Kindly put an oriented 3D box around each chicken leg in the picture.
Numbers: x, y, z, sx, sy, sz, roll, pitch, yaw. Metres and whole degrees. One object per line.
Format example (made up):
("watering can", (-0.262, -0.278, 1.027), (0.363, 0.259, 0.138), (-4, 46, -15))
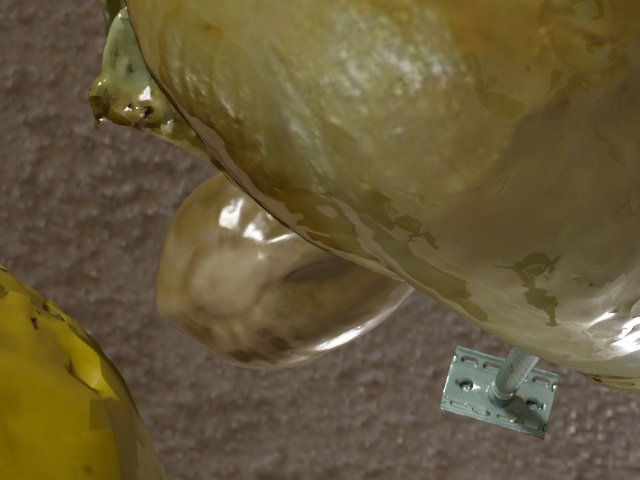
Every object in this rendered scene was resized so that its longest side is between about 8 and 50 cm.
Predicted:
("chicken leg", (0.103, -0.004, 0.489), (0.201, 0.153, 0.429), (-41, 131, 6))

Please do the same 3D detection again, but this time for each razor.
("razor", (0.175, 0.114, 1.386), (0.106, 0.068, 0.232), (15, 161, 4))

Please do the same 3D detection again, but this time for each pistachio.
("pistachio", (0.000, 0.000, 0.804), (0.108, 0.185, 0.126), (64, 158, 2))

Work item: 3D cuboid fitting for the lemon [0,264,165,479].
("lemon", (-0.163, 0.114, 0.425), (0.258, 0.310, 0.258), (9, 135, 9))
